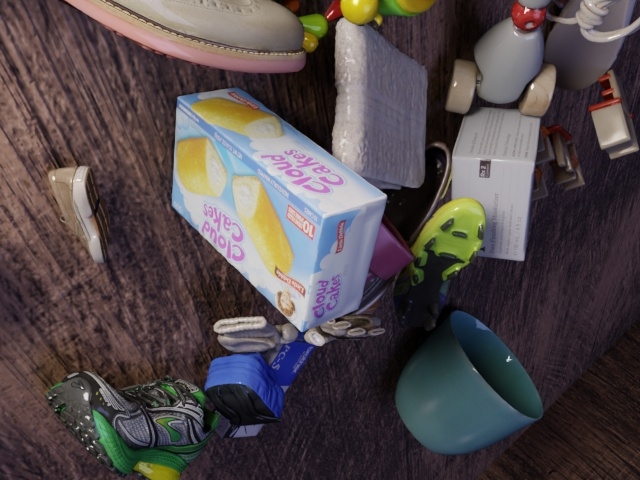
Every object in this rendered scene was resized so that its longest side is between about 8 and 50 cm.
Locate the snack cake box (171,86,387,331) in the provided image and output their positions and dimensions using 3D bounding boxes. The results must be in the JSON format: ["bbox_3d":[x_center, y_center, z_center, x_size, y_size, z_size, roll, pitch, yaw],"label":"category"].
[{"bbox_3d":[-0.059,-0.043,0.766,0.089,0.264,0.152,-19,135,-37],"label":"snack cake box"}]

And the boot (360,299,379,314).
[{"bbox_3d":[0.034,0.076,1.177,0.197,0.073,0.152,6,110,-50],"label":"boot"}]

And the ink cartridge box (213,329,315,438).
[{"bbox_3d":[-0.099,0.246,1.193,0.207,0.046,0.097,-57,147,9],"label":"ink cartridge box"}]

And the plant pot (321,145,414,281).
[{"bbox_3d":[0.000,0.000,0.961,0.180,0.201,0.201,-38,148,10],"label":"plant pot"}]

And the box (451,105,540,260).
[{"bbox_3d":[0.277,-0.093,1.097,0.182,0.119,0.180,-63,153,-50],"label":"box"}]

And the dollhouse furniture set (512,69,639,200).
[{"bbox_3d":[0.428,-0.191,1.265,0.259,0.135,0.262,-18,160,32],"label":"dollhouse furniture set"}]

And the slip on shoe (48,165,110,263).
[{"bbox_3d":[-0.261,-0.026,0.754,0.041,0.051,0.135,1,142,-2],"label":"slip on shoe"}]

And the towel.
[{"bbox_3d":[0.080,-0.163,0.896,0.282,0.049,0.187,1,89,-65],"label":"towel"}]

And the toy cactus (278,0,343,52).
[{"bbox_3d":[-0.063,-0.253,0.723,0.180,0.112,0.219,-43,157,7],"label":"toy cactus"}]

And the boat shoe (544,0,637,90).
[{"bbox_3d":[0.493,-0.424,1.178,0.158,0.127,0.340,-51,161,-30],"label":"boat shoe"}]

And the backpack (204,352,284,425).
[{"bbox_3d":[-0.123,0.224,1.077,0.098,0.101,0.120,-16,136,18],"label":"backpack"}]

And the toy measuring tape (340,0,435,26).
[{"bbox_3d":[0.119,-0.357,0.787,0.330,0.121,0.121,-58,149,-19],"label":"toy measuring tape"}]

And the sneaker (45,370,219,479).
[{"bbox_3d":[-0.250,0.237,0.960,0.146,0.134,0.343,-50,156,-13],"label":"sneaker"}]

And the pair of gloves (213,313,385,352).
[{"bbox_3d":[-0.032,0.139,1.014,0.240,0.042,0.204,-2,167,-4],"label":"pair of gloves"}]

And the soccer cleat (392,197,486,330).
[{"bbox_3d":[0.170,0.022,1.052,0.094,0.121,0.289,8,139,-6],"label":"soccer cleat"}]

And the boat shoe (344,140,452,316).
[{"bbox_3d":[0.101,-0.018,1.091,0.324,0.117,0.097,-53,171,-4],"label":"boat shoe"}]

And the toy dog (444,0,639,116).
[{"bbox_3d":[0.286,-0.318,0.989,0.220,0.160,0.333,16,150,-15],"label":"toy dog"}]

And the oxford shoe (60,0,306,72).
[{"bbox_3d":[-0.155,-0.239,0.548,0.397,0.140,0.146,10,109,-42],"label":"oxford shoe"}]

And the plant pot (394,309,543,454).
[{"bbox_3d":[0.312,0.343,1.568,0.235,0.293,0.293,-44,150,22],"label":"plant pot"}]
